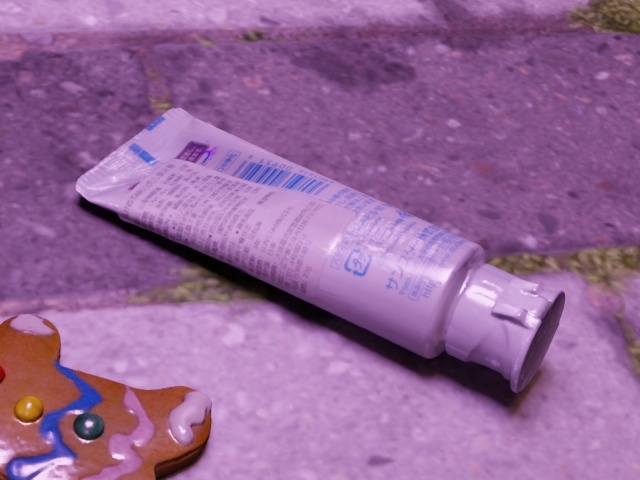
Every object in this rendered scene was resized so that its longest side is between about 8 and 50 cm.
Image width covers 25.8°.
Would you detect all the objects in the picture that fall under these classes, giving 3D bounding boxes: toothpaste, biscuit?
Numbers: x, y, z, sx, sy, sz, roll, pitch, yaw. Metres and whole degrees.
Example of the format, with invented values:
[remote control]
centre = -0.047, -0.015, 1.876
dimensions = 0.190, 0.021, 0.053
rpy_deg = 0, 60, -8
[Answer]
[toothpaste]
centre = 0.000, 0.000, 0.850
dimensions = 0.299, 0.073, 0.114
rpy_deg = 25, 45, 20
[biscuit]
centre = -0.167, 0.091, 0.732
dimensions = 0.205, 0.031, 0.138
rpy_deg = 22, 44, 9
